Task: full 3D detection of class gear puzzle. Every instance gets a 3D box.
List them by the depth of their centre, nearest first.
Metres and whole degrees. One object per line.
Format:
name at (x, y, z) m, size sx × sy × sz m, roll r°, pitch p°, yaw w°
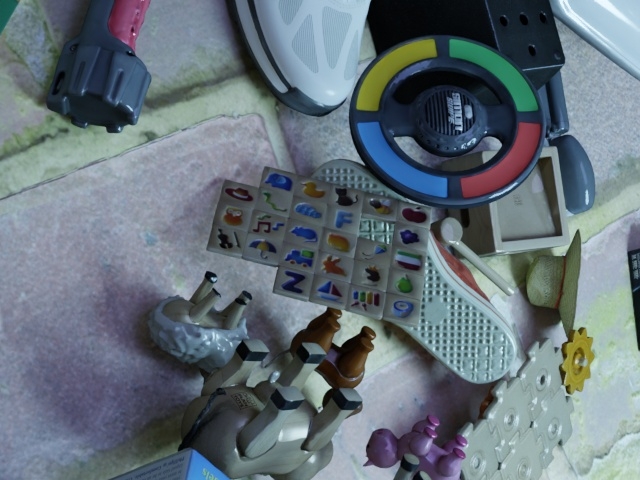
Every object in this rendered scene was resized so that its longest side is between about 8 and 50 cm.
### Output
gear puzzle at (0.245, 0.213, 2.099) m, size 0.339 × 0.044 × 0.175 m, roll -45°, pitch 131°, yaw -37°

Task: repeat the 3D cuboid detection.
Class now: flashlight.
flashlight at (-0.192, -0.257, 1.822) m, size 0.103 × 0.103 × 0.304 m, roll 34°, pitch 55°, yaw -35°

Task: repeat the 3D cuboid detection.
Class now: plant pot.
plant pot at (0.191, -0.251, 2.139) m, size 0.188 × 0.167 × 0.187 m, roll -11°, pitch 85°, yaw -44°

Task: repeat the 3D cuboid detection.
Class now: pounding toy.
pounding toy at (0.202, -0.017, 2.135) m, size 0.206 × 0.094 × 0.181 m, roll -5°, pitch 86°, yaw -35°

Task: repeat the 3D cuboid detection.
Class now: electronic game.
electronic game at (0.147, -0.139, 1.983) m, size 0.229 × 0.048 × 0.229 m, roll 2°, pitch 63°, yaw -4°

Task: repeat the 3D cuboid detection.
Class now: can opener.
can opener at (0.315, -0.170, 2.281) m, size 0.076 × 0.095 × 0.283 m, roll 2°, pitch 76°, yaw -44°

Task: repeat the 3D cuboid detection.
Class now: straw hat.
straw hat at (0.297, 0.053, 2.214) m, size 0.061 × 0.144 × 0.144 m, roll 5°, pitch 68°, yaw 1°

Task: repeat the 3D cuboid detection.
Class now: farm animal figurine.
farm animal figurine at (-0.016, 0.215, 1.770) m, size 0.327 × 0.172 × 0.330 m, roll 21°, pitch 26°, yaw -37°

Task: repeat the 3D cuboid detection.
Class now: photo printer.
photo printer at (0.356, -0.330, 2.278) m, size 0.307 × 0.256 × 0.107 m, roll 31°, pitch 103°, yaw -34°

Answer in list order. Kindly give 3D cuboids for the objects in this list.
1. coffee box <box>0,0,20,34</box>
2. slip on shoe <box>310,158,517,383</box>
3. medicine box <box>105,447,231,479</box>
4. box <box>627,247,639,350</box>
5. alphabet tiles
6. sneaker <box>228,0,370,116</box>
coffee box at (-0.365, -0.188, 1.592) m, size 0.113 × 0.184 × 0.040 m, roll 22°, pitch 21°, yaw -37°
slip on shoe at (0.103, 0.033, 2.022) m, size 0.331 × 0.123 × 0.101 m, roll 45°, pitch 12°, yaw -15°
medicine box at (-0.110, 0.390, 1.579) m, size 0.263 × 0.149 × 0.289 m, roll 45°, pitch 34°, yaw -32°
box at (0.525, 0.086, 2.414) m, size 0.180 × 0.077 × 0.147 m, roll 10°, pitch 70°, yaw -41°
alphabet tiles at (0.000, 0.000, 1.869) m, size 0.237 × 0.009 × 0.198 m, roll 14°, pitch 41°, yaw -3°
sneaker at (0.031, -0.380, 1.961) m, size 0.169 × 0.257 × 0.447 m, roll 10°, pitch 71°, yaw -42°
